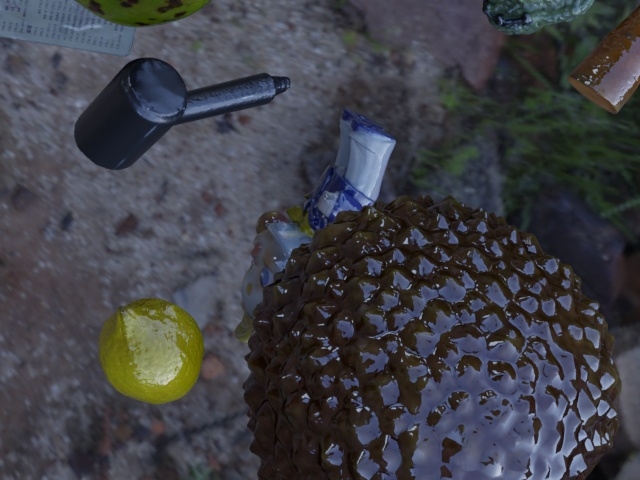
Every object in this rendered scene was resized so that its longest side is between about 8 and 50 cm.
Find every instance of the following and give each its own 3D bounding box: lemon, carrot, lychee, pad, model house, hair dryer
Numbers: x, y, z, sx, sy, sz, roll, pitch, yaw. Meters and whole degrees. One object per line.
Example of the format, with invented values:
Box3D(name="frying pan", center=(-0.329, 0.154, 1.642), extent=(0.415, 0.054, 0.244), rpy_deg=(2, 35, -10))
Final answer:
Box3D(name="lemon", center=(-0.105, 0.067, 0.950), extent=(0.065, 0.065, 0.092), rpy_deg=(-42, 148, -9))
Box3D(name="carrot", center=(0.329, -0.219, 1.497), extent=(0.061, 0.061, 0.210), rpy_deg=(41, 88, -29))
Box3D(name="lychee", center=(0.065, 0.102, 1.043), extent=(0.267, 0.267, 0.268), rpy_deg=(-7, 107, -24))
Box3D(name="pad", center=(-0.244, -0.297, 1.542), extent=(0.159, 0.009, 0.265), rpy_deg=(7, 133, -16))
Box3D(name="model house", center=(0.144, -0.189, 1.081), extent=(0.083, 0.078, 0.066), rpy_deg=(23, 60, -63))
Box3D(name="hair dryer", center=(-0.111, -0.137, 1.496), extent=(0.248, 0.114, 0.071), rpy_deg=(-16, 76, -40))

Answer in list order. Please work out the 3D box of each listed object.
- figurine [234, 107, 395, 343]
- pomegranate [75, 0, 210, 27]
Box3D(name="figurine", center=(-0.002, -0.006, 1.677), extent=(0.133, 0.194, 0.274), rpy_deg=(21, 81, -25))
Box3D(name="pomegranate", center=(-0.160, -0.306, 1.309), extent=(0.198, 0.198, 0.246), rpy_deg=(-30, 96, -15))
